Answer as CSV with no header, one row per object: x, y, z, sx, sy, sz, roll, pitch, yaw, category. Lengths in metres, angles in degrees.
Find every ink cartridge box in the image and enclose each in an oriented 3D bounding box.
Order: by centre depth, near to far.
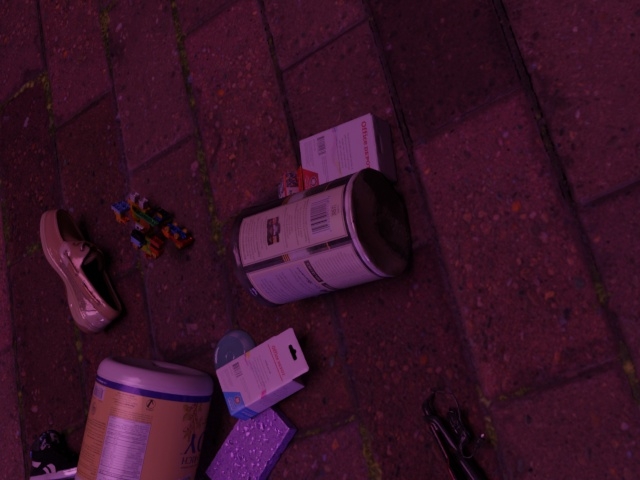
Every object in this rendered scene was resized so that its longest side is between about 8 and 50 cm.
0.053,-0.154,1.644,0.175,0.072,0.127,-17,70,33,ink cartridge box
-0.103,0.262,1.659,0.181,0.061,0.104,-31,58,10,ink cartridge box
-0.061,-0.102,1.705,0.115,0.029,0.063,127,139,-68,ink cartridge box

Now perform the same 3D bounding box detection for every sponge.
-0.140,0.422,1.691,0.117,0.031,0.210,40,104,35,sponge

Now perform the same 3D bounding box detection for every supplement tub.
-0.363,0.419,1.726,0.241,0.241,0.331,8,85,38,supplement tub

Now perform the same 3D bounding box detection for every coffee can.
0.000,0.000,1.570,0.275,0.201,0.202,-16,71,33,coffee can

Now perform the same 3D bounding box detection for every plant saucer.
-0.184,0.244,1.768,0.119,0.021,0.119,-9,75,35,plant saucer

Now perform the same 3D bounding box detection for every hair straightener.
0.242,0.343,1.422,0.089,0.047,0.230,-39,55,24,hair straightener

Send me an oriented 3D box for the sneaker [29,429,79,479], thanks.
-0.620,0.505,2.000,0.216,0.079,0.121,-19,71,34,sneaker

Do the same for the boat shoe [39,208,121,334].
-0.570,0.056,2.045,0.110,0.121,0.341,-35,72,21,boat shoe

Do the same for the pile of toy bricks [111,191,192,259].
-0.398,-0.009,1.944,0.212,0.118,0.105,33,133,28,pile of toy bricks
